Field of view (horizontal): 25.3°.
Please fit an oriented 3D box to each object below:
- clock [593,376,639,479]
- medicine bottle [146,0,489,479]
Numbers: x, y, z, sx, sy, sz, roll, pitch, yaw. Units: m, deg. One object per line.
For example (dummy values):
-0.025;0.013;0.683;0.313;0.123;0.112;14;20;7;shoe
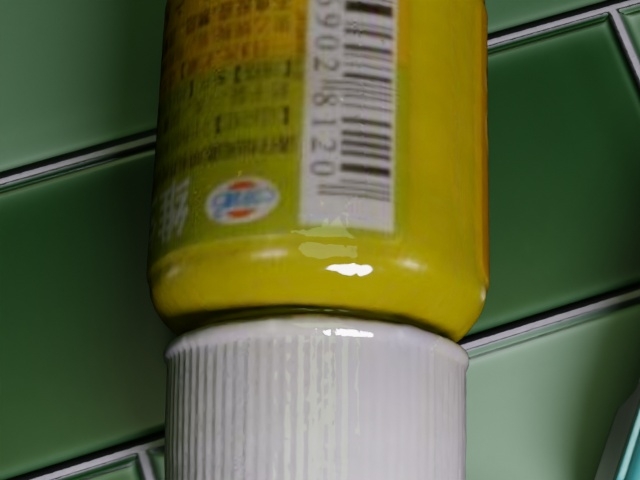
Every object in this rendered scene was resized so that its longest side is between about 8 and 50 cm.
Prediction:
0.323;0.123;0.973;0.231;0.116;0.262;22;74;0;clock
0.000;0.000;0.934;0.224;0.224;0.384;1;72;-2;medicine bottle
